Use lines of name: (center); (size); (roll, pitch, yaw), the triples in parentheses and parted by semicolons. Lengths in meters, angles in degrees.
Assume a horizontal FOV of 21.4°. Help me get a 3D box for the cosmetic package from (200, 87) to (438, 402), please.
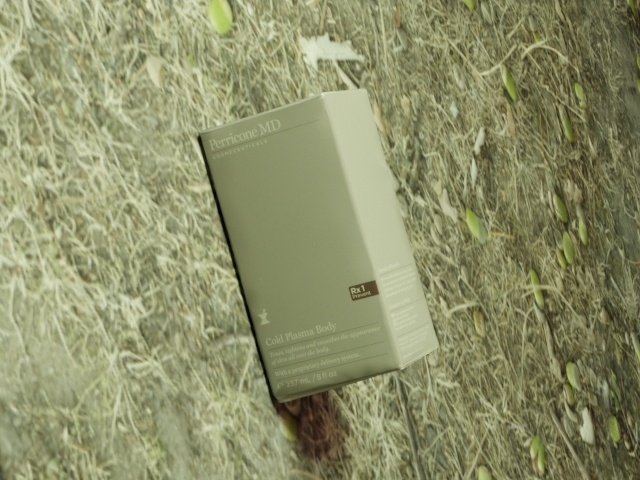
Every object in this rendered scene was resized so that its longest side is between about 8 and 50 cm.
cosmetic package: (0.000, 0.000, 1.422); (0.107, 0.127, 0.238); (-23, 95, -65)
